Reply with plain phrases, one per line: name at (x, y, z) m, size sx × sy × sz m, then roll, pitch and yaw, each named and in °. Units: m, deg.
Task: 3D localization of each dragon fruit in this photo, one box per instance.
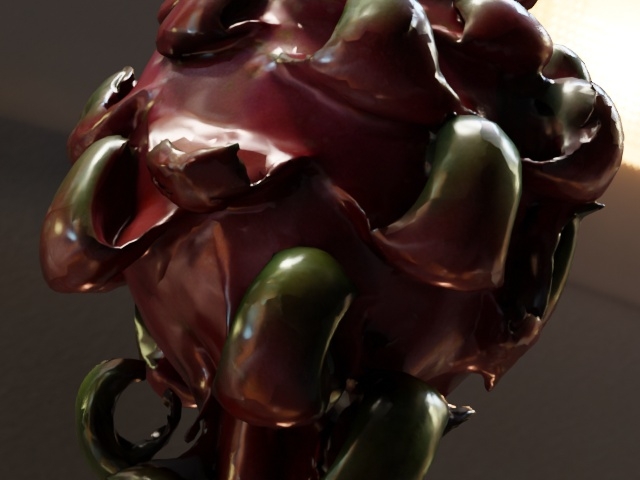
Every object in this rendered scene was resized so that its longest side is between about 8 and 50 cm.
dragon fruit at (-0.001, -0.010, 0.613) m, size 0.273 × 0.218 × 0.198 m, roll -78°, pitch -18°, yaw -61°
